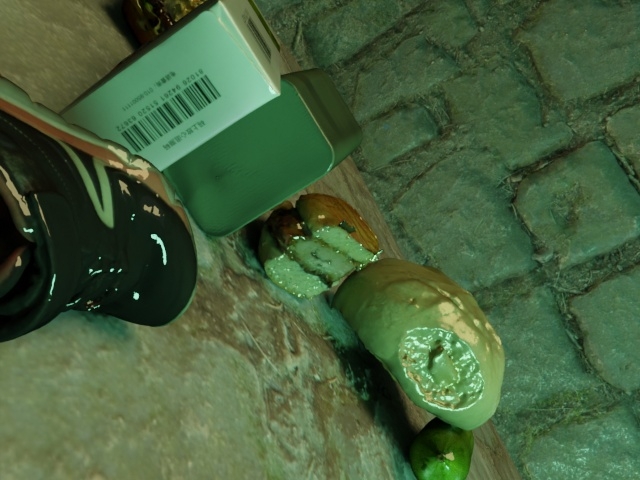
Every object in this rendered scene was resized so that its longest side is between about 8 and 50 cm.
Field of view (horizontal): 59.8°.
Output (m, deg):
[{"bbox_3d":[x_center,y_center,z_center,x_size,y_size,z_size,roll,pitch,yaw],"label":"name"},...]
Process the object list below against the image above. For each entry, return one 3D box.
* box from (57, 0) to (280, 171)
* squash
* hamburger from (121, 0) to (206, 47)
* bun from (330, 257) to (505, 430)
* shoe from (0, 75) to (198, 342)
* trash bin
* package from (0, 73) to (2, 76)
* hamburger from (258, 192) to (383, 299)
[{"bbox_3d":[-0.155,-0.193,0.648,0.106,0.200,0.299,55,13,-25],"label":"box"},{"bbox_3d":[0.226,0.384,1.020,0.107,0.107,0.395,63,10,16],"label":"squash"},{"bbox_3d":[-0.215,-0.346,0.917,0.243,0.138,0.262,53,13,-29],"label":"hamburger"},{"bbox_3d":[0.203,0.166,1.048,0.364,0.202,0.364,44,2,-2],"label":"bun"},{"bbox_3d":[-0.170,-0.004,0.337,0.291,0.114,0.137,41,17,-49],"label":"shoe"},{"bbox_3d":[-0.074,-0.144,0.833,0.158,0.222,0.343,58,15,-8],"label":"trash bin"},{"bbox_3d":[-0.272,-0.134,0.440,0.077,0.033,0.111,-161,-129,-73],"label":"package"},{"bbox_3d":[0.000,0.000,0.922,0.282,0.155,0.245,43,16,-39],"label":"hamburger"}]
